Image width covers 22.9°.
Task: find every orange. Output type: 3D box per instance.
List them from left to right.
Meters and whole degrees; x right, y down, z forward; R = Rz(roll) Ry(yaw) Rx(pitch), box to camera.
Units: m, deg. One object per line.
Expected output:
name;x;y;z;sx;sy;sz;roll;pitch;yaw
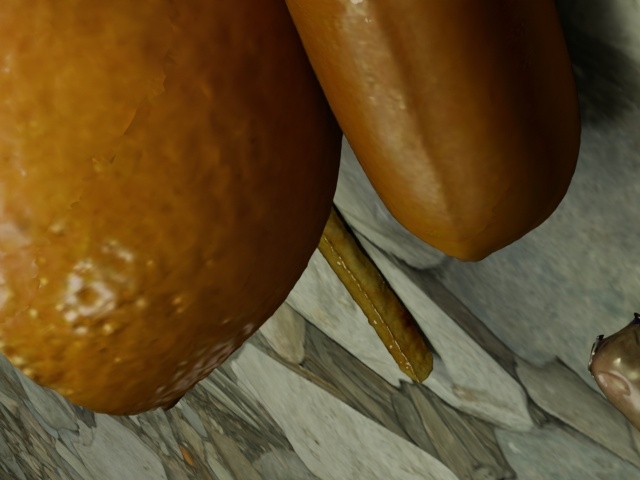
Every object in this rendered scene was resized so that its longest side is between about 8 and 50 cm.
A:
orange;-0.117;-0.102;0.683;0.310;0.274;0.274;36;155;11

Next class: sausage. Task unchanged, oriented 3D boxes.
sausage;0.029;-0.113;0.585;0.105;0.105;0.274;24;146;46

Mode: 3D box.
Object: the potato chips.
potato chips;0.000;0.000;0.914;0.204;0.037;0.026;49;168;-11

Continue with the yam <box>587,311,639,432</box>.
yam;0.219;0.135;0.699;0.264;0.046;0.046;45;157;7
